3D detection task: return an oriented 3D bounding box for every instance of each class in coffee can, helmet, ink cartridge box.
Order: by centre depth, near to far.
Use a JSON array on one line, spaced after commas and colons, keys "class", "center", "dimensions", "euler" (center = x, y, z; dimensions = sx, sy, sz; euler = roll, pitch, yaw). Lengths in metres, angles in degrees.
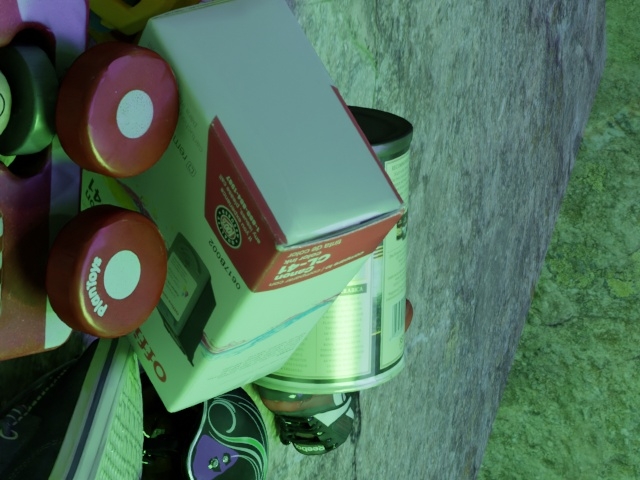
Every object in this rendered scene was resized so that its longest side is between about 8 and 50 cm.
[{"class": "ink cartridge box", "center": [-0.084, -0.025, 1.297], "dimensions": [0.131, 0.226, 0.306], "euler": [-20, 159, -33]}, {"class": "helmet", "center": [-0.132, 0.220, 1.607], "dimensions": [0.161, 0.169, 0.169], "euler": [50, 52, -46]}, {"class": "coffee can", "center": [-0.002, 0.005, 1.715], "dimensions": [0.201, 0.201, 0.275], "euler": [-39, 133, -63]}]

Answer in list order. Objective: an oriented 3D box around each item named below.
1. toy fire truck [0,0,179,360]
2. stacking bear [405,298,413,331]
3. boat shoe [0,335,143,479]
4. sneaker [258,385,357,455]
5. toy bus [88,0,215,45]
[{"class": "toy fire truck", "center": [-0.252, -0.043, 1.136], "dimensions": [0.254, 0.169, 0.302], "euler": [-13, 113, -50]}, {"class": "stacking bear", "center": [0.000, 0.000, 1.900], "dimensions": [0.164, 0.175, 0.289], "euler": [-63, 147, -57]}, {"class": "boat shoe", "center": [-0.245, 0.216, 1.295], "dimensions": [0.500, 0.156, 0.187], "euler": [-75, 166, -66]}, {"class": "sneaker", "center": [-0.014, 0.222, 2.051], "dimensions": [0.276, 0.097, 0.135], "euler": [11, 88, -73]}, {"class": "toy bus", "center": [-0.137, -0.230, 1.276], "dimensions": [0.220, 0.149, 0.211], "euler": [-50, 165, 22]}]
